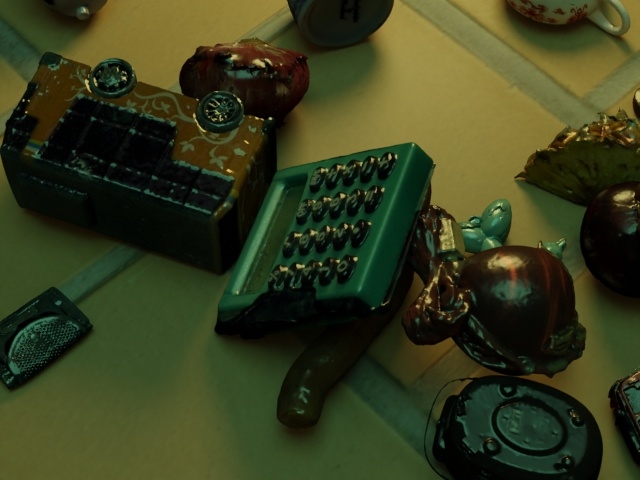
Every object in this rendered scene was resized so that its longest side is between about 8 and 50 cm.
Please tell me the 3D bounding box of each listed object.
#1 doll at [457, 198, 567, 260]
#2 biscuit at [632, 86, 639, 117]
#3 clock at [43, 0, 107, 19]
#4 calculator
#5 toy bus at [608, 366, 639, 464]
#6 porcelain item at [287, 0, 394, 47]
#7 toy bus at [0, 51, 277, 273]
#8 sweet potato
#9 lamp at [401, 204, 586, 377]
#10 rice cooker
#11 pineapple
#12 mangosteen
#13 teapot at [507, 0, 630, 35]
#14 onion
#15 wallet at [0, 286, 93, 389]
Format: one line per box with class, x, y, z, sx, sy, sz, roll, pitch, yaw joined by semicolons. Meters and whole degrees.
doll;0.232;0.023;1.635;0.159;0.059;0.159;7;59;6
biscuit;0.554;-0.201;1.796;0.236;0.039;0.180;-23;59;-16
clock;-0.376;-0.435;1.883;0.188;0.189;0.254;-7;65;-5
calculator;0.000;0.000;1.561;0.274;0.058;0.248;-9;50;45
toy bus;0.413;0.250;1.483;0.096;0.073;0.235;-19;60;-4
porcelain item;0.022;-0.361;1.831;0.147;0.147;0.114;-15;59;-9
toy bus;-0.233;-0.101;1.658;0.323;0.162;0.194;17;61;9
sweet potato;0.050;0.066;1.584;0.109;0.109;0.385;20;67;13
lamp;0.206;0.059;1.499;0.223;0.151;0.215;29;33;-26
rice cooker;0.221;0.228;1.466;0.203;0.118;0.142;14;63;5
pineapple;0.406;-0.131;1.692;0.249;0.140;0.164;23;58;18
mangosteen;0.396;-0.005;1.596;0.152;0.152;0.153;0;57;0
teapot;0.350;-0.380;1.879;0.159;0.116;0.245;-33;68;-32
onion;-0.097;-0.198;1.733;0.183;0.184;0.147;-10;100;-6
wallet;-0.355;0.117;1.593;0.129;0.026;0.088;-38;64;-21
